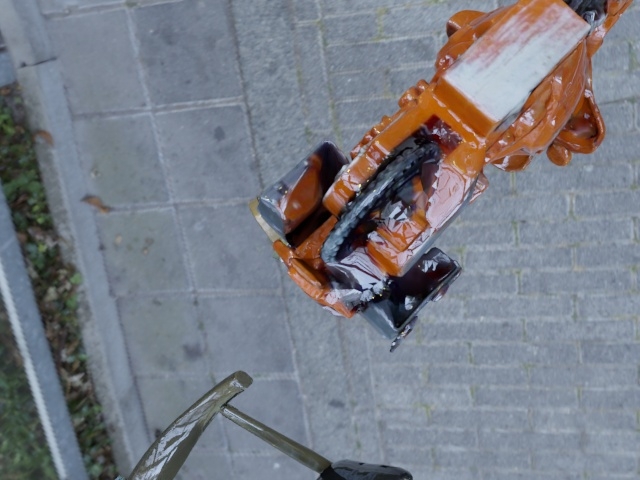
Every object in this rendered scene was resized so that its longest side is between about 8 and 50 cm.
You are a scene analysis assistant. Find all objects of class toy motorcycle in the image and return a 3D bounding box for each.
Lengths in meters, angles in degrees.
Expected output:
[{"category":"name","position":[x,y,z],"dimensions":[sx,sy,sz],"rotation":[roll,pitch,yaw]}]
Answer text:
[{"category":"toy motorcycle","position":[0.095,-0.072,0.555],"dimensions":[0.148,0.221,0.326],"rotation":[44,74,9]}]

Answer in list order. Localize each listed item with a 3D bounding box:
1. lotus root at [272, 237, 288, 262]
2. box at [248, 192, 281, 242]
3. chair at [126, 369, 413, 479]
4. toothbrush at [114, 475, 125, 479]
[{"category":"lotus root","position":[-0.001,0.000,1.388],"dimensions":[0.143,0.070,0.144],"rotation":[38,82,-31]},{"category":"box","position":[-0.090,-0.037,1.496],"dimensions":[0.037,0.105,0.105],"rotation":[-35,100,4]},{"category":"chair","position":[-0.004,0.230,0.553],"dimensions":[0.272,0.188,0.166],"rotation":[35,162,-8]},{"category":"toothbrush","position":[-0.175,0.289,0.700],"dimensions":[0.021,0.027,0.269],"rotation":[27,132,19]}]
